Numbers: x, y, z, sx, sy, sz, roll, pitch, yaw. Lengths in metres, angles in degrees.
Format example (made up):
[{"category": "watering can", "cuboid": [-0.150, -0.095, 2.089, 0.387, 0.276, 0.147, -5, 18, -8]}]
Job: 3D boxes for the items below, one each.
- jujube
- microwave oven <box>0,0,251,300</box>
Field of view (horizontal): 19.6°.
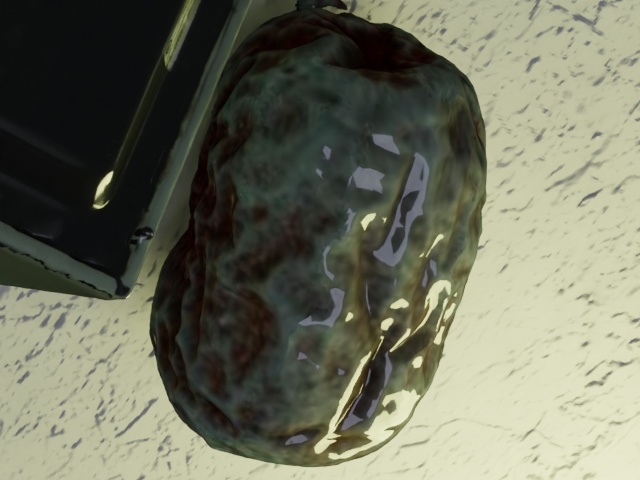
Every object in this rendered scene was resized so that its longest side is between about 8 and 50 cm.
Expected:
[{"category": "jujube", "cuboid": [0.000, 0.000, 1.270, 0.226, 0.226, 0.317, 3, 112, -25]}, {"category": "microwave oven", "cuboid": [-0.180, -0.175, 0.982, 0.218, 0.286, 0.355, 29, 77, -32]}]
